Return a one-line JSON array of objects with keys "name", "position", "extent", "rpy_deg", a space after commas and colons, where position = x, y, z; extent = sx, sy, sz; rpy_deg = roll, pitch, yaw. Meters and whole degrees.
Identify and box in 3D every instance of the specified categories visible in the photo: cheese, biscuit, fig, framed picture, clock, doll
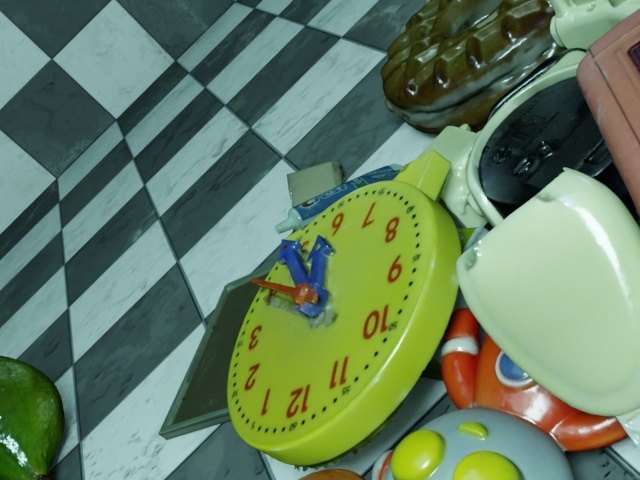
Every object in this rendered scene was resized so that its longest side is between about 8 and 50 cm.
[{"name": "cheese", "position": [0.002, 0.002, 1.099], "extent": [0.085, 0.034, 0.400], "rpy_deg": [-10, 33, 3]}, {"name": "biscuit", "position": [0.223, -0.271, 1.123], "extent": [0.332, 0.103, 0.332], "rpy_deg": [-36, 27, 21]}, {"name": "fig", "position": [-0.449, 0.289, 1.220], "extent": [0.203, 0.203, 0.235], "rpy_deg": [-43, 50, 4]}, {"name": "cheese", "position": [0.193, 0.082, 0.555], "extent": [0.127, 0.054, 0.251], "rpy_deg": [-44, 66, 30]}, {"name": "framed picture", "position": [-0.100, 0.124, 1.106], "extent": [0.189, 0.023, 0.260], "rpy_deg": [-24, 33, 37]}, {"name": "clock", "position": [0.005, 0.060, 0.796], "extent": [0.277, 0.071, 0.293], "rpy_deg": [-35, 34, 36]}, {"name": "clock", "position": [0.273, -0.157, 0.840], "extent": [0.379, 0.120, 0.276], "rpy_deg": [-46, 30, -9]}, {"name": "doll", "position": [0.137, 0.135, 0.639], "extent": [0.200, 0.105, 0.336], "rpy_deg": [13, 59, 44]}]

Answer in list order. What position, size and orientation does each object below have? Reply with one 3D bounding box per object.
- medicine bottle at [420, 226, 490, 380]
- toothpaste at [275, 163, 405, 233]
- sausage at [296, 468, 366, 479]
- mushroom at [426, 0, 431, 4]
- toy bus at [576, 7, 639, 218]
[{"name": "medicine bottle", "position": [0.090, 0.060, 0.843], "extent": [0.188, 0.088, 0.132], "rpy_deg": [-3, 53, 55]}, {"name": "toothpaste", "position": [0.029, -0.055, 1.108], "extent": [0.197, 0.034, 0.057], "rpy_deg": [-27, 22, -18]}, {"name": "sausage", "position": [-0.030, 0.290, 0.641], "extent": [0.133, 0.133, 0.258], "rpy_deg": [-5, 46, 53]}, {"name": "mushroom", "position": [0.182, -0.356, 1.400], "extent": [0.026, 0.028, 0.286], "rpy_deg": [-2, 30, 7]}, {"name": "toy bus", "position": [0.291, 0.006, 0.463], "extent": [0.203, 0.233, 0.427], "rpy_deg": [-33, 27, 23]}]
